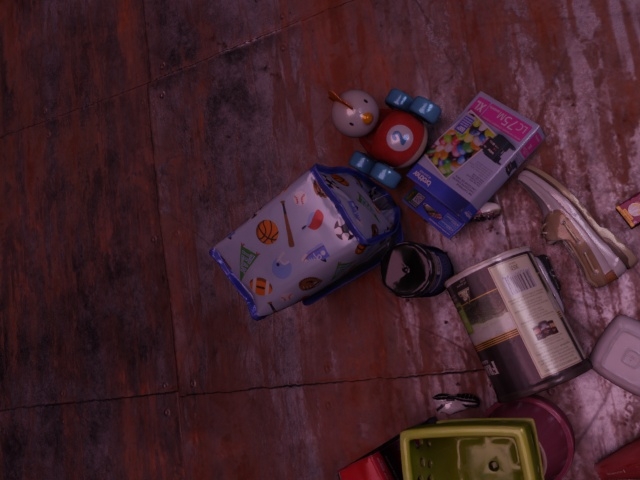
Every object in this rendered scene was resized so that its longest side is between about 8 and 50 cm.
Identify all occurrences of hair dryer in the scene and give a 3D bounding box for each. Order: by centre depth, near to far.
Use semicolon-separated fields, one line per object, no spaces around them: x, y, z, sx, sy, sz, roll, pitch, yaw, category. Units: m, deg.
0.692;0.478;1.166;0.294;0.080;0.223;13;93;28;hair dryer

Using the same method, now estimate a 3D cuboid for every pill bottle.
0.228;0.069;1.360;0.123;0.219;0.122;-3;85;28;pill bottle

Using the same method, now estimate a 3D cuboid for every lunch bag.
0.000;0.000;1.395;0.328;0.385;0.238;-34;84;21;lunch bag

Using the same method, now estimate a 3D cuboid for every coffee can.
0.411;0.176;1.268;0.202;0.202;0.275;-29;73;23;coffee can

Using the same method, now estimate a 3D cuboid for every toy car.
0.114;-0.278;1.410;0.219;0.238;0.210;-59;34;7;toy car

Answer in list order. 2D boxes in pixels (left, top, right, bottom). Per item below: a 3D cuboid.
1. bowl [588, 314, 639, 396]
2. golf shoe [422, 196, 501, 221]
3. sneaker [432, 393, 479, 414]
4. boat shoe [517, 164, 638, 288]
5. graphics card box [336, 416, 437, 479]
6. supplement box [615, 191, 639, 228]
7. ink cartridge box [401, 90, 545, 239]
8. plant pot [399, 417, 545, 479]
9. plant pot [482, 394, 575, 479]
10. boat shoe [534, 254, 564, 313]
0.639;0.239;1.228;0.142;0.053;0.141;32;101;24;bowl
0.328;-0.084;1.406;0.186;0.067;0.085;1;85;28;golf shoe
0.317;0.382;1.397;0.109;0.040;0.043;-7;99;31;sneaker
0.519;-0.032;1.276;0.103;0.113;0.302;-44;69;12;boat shoe
0.200;0.526;1.255;0.094;0.371;0.232;-35;70;23;graphics card box
0.665;-0.069;1.242;0.083;0.043;0.054;-38;69;19;supplement box
0.332;-0.173;1.369;0.311;0.065;0.186;-50;51;8;ink cartridge box
0.296;0.437;1.100;0.228;0.207;0.226;-11;80;27;plant pot
0.418;0.434;1.256;0.202;0.180;0.201;-2;86;28;plant pot
0.504;0.097;1.313;0.040;0.049;0.142;-19;80;-14;boat shoe
